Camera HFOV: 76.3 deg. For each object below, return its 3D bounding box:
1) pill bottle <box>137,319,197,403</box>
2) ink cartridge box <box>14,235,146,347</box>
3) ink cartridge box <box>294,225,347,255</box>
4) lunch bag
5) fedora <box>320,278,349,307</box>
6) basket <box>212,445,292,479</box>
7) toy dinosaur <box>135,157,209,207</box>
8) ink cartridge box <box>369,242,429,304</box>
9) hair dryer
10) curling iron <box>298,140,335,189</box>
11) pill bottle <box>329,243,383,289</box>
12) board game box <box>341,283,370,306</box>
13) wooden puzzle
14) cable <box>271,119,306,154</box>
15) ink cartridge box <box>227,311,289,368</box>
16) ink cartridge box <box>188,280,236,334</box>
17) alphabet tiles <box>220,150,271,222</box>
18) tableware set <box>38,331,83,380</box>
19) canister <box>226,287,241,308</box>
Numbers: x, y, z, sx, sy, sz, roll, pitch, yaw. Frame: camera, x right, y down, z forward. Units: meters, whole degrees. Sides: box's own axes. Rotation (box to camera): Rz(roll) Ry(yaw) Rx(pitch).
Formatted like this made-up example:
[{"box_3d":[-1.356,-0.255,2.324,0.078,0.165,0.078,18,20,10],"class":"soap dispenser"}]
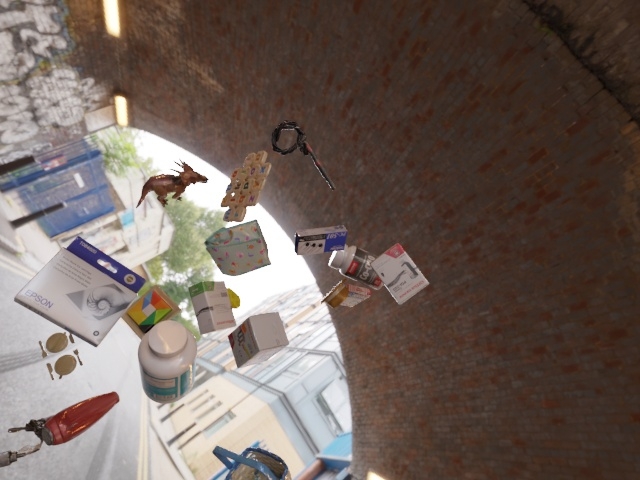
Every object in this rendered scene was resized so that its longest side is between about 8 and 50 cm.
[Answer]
[{"box_3d":[-0.406,0.320,1.089,0.146,0.146,0.264,47,-40,23],"class":"pill bottle"},{"box_3d":[-0.602,0.123,1.055,0.223,0.224,0.045,38,-40,-17],"class":"ink cartridge box"},{"box_3d":[0.000,0.000,1.635,0.046,0.207,0.097,-122,-148,-48],"class":"ink cartridge box"},{"box_3d":[-0.384,0.044,1.906,0.223,0.262,0.160,75,-1,-47],"class":"lunch bag"},{"box_3d":[0.084,0.277,2.048,0.079,0.194,0.194,47,-27,5],"class":"fedora"},{"box_3d":[-0.234,0.848,1.457,0.254,0.201,0.289,-1,-57,37],"class":"basket"},{"box_3d":[-0.614,-0.233,1.639,0.127,0.295,0.200,66,-21,4],"class":"toy dinosaur"},{"box_3d":[0.337,0.142,1.754,0.218,0.158,0.092,53,5,3],"class":"ink cartridge box"},{"box_3d":[-0.696,0.473,1.087,0.223,0.293,0.080,-166,-117,-69],"class":"hair dryer"},{"box_3d":[-0.011,-0.354,1.917,0.274,0.035,0.068,51,-19,-8],"class":"curling iron"},{"box_3d":[0.197,0.125,2.078,0.283,0.161,0.161,24,-29,-3],"class":"pill bottle"},{"box_3d":[0.162,0.308,2.253,0.193,0.146,0.045,-40,-139,48],"class":"board game box"},{"box_3d":[-0.824,0.342,1.964,0.238,0.221,0.044,33,-25,29],"class":"wooden puzzle"},{"box_3d":[-0.173,-0.519,2.061,0.151,0.184,0.047,52,-6,-10],"class":"cable"},{"box_3d":[-0.218,0.347,1.426,0.176,0.127,0.128,-44,-120,38],"class":"ink cartridge box"},{"box_3d":[-0.476,0.295,1.806,0.160,0.092,0.220,12,58,-65],"class":"ink cartridge box"},{"box_3d":[-0.280,-0.199,1.520,0.021,0.284,0.277,27,-15,-38],"class":"alphabet tiles"},{"box_3d":[-1.094,0.483,1.728,0.194,0.128,0.039,57,-21,19],"class":"tableware set"},{"box_3d":[-0.499,0.305,2.016,0.126,0.169,0.073,54,25,-44],"class":"canister"}]
